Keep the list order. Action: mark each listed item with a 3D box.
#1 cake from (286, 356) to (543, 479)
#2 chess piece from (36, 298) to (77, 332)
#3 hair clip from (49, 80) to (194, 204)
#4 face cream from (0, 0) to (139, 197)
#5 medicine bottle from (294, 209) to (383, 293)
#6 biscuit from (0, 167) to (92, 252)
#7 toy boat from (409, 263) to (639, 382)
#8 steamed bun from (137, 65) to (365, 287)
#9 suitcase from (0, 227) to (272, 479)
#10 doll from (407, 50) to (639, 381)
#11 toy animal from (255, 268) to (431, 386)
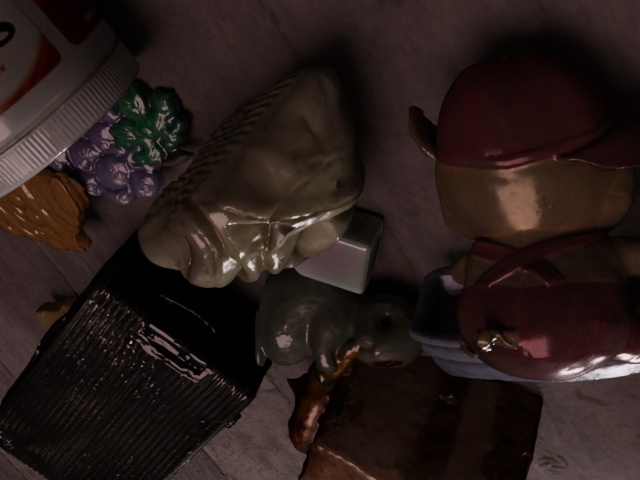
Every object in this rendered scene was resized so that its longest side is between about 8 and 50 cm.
[{"bbox_3d":[0.080,0.240,1.071,0.293,0.198,0.196,23,141,8],"label":"cake"},{"bbox_3d":[-0.316,0.162,1.300,0.090,0.090,0.200,3,126,26],"label":"chess piece"},{"bbox_3d":[-0.207,-0.100,0.999,0.195,0.052,0.124,-26,111,36],"label":"hair clip"},{"bbox_3d":[-0.297,-0.166,0.854,0.201,0.201,0.187,-19,121,40],"label":"face cream"},{"bbox_3d":[0.000,0.000,0.971,0.118,0.055,0.074,17,139,11],"label":"medicine bottle"},{"bbox_3d":[-0.337,-0.041,1.096,0.162,0.035,0.250,50,150,-19],"label":"biscuit"},{"bbox_3d":[0.223,0.063,0.859,0.283,0.127,0.078,-6,130,30],"label":"toy boat"},{"bbox_3d":[-0.044,-0.040,0.853,0.144,0.218,0.211,42,164,-16],"label":"steamed bun"},{"bbox_3d":[-0.232,0.170,1.152,0.230,0.152,0.335,37,121,-11],"label":"suitcase"},{"bbox_3d":[0.177,-0.022,0.749,0.196,0.152,0.255,-7,91,-3],"label":"doll"},{"bbox_3d":[0.042,0.088,1.000,0.236,0.108,0.138,-2,101,24],"label":"toy animal"}]
